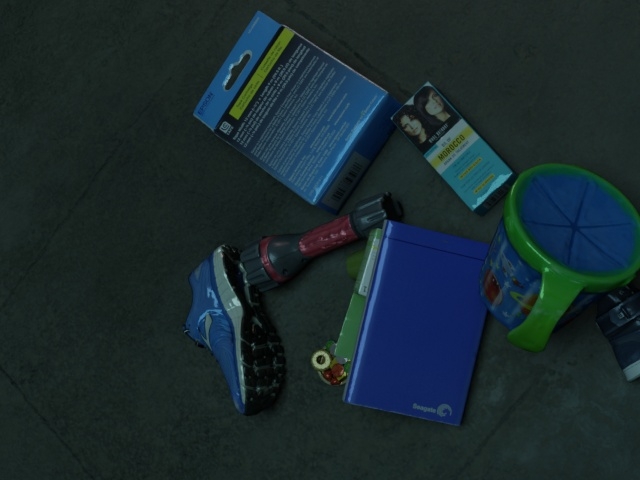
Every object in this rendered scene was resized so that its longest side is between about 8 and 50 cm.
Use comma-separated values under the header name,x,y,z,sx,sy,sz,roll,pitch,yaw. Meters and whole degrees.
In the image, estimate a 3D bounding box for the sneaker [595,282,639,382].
name,x,y,z,sx,sy,sz,roll,pitch,yaw
sneaker,0.552,0.104,1.754,0.226,0.086,0.163,-33,71,18

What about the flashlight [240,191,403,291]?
name,x,y,z,sx,sy,sz,roll,pitch,yaw
flashlight,0.000,0.000,2.024,0.304,0.103,0.103,-23,48,25

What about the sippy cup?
name,x,y,z,sx,sy,sz,roll,pitch,yaw
sippy cup,0.368,0.033,1.760,0.240,0.305,0.224,53,146,21

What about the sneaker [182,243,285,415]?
name,x,y,z,sx,sy,sz,roll,pitch,yaw
sneaker,-0.174,0.181,2.085,0.147,0.130,0.330,-30,63,30

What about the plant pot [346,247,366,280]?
name,x,y,z,sx,sy,sz,roll,pitch,yaw
plant pot,0.092,0.042,1.998,0.079,0.083,0.083,-13,75,37

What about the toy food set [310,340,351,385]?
name,x,y,z,sx,sy,sz,roll,pitch,yaw
toy food set,0.028,0.226,2.021,0.082,0.020,0.083,-39,67,15

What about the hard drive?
name,x,y,z,sx,sy,sz,roll,pitch,yaw
hard drive,0.176,0.143,1.881,0.210,0.040,0.318,13,90,-11

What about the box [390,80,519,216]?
name,x,y,z,sx,sy,sz,roll,pitch,yaw
box,0.242,-0.166,1.966,0.100,0.060,0.244,-44,66,12

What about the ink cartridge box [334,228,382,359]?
name,x,y,z,sx,sy,sz,roll,pitch,yaw
ink cartridge box,0.138,0.114,1.922,0.171,0.056,0.235,17,86,-10

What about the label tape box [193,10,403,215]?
name,x,y,z,sx,sy,sz,roll,pitch,yaw
label tape box,-0.045,-0.246,2.093,0.348,0.115,0.249,37,97,29
